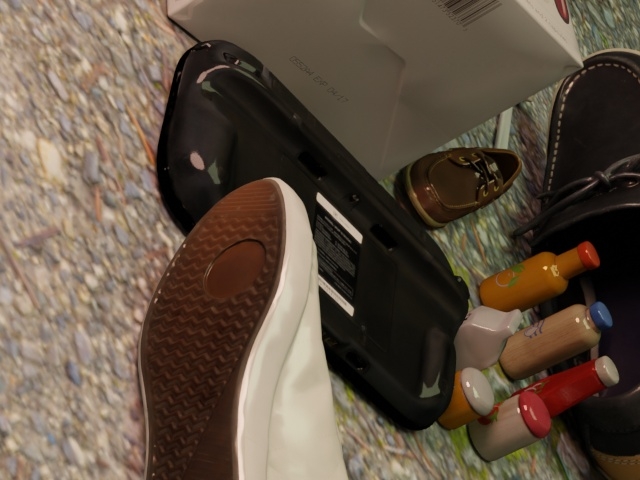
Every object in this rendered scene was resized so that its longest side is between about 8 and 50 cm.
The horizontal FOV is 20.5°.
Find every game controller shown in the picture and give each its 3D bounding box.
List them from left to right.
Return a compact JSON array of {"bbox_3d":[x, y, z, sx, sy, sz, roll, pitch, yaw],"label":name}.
[{"bbox_3d":[0.000,0.000,1.262,0.319,0.067,0.166,44,45,-32],"label":"game controller"}]

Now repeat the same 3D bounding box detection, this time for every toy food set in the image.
[{"bbox_3d":[0.173,0.090,1.421,0.111,0.104,0.232,59,26,-7],"label":"toy food set"}]

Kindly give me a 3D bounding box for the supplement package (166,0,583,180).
[{"bbox_3d":[0.040,-0.202,1.349,0.262,0.204,0.145,36,36,-42],"label":"supplement package"}]

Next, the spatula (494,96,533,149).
[{"bbox_3d":[0.156,-0.174,1.753,0.168,0.019,0.242,51,27,-23],"label":"spatula"}]

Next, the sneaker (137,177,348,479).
[{"bbox_3d":[-0.038,0.103,1.038,0.123,0.106,0.290,43,42,-41],"label":"sneaker"}]

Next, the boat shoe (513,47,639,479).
[{"bbox_3d":[0.283,-0.006,1.637,0.156,0.186,0.500,46,34,-41],"label":"boat shoe"}]

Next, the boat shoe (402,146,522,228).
[{"bbox_3d":[0.124,-0.055,1.525,0.064,0.060,0.178,64,26,4],"label":"boat shoe"}]
